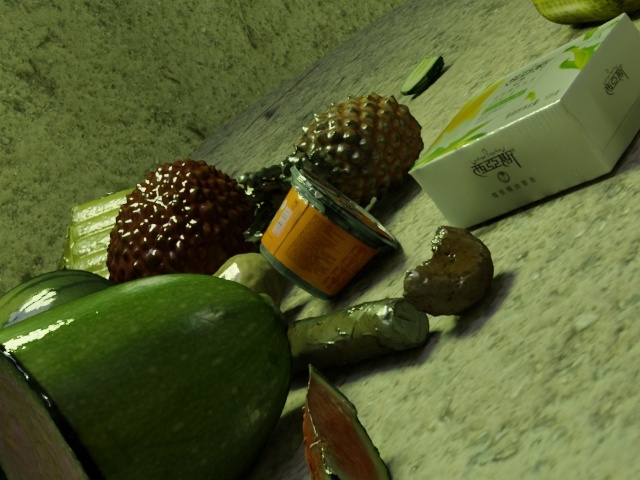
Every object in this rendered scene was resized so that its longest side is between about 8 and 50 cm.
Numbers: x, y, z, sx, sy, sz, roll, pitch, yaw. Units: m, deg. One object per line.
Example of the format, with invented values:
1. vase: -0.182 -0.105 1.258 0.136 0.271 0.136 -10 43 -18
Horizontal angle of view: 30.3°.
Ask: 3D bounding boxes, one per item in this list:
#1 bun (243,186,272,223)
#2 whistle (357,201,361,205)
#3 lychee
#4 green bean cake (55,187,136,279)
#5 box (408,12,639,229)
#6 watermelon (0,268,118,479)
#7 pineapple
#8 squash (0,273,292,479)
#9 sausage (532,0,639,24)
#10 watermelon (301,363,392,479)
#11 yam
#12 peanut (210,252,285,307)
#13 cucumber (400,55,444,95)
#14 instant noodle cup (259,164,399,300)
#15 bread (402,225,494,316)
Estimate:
1. bun: -0.090 -0.040 2.069 0.222 0.127 0.222 -14 -2 -1
2. whistle: 0.010 -0.041 1.895 0.126 0.067 0.258 -37 15 14
3. lychee: -0.200 0.022 1.842 0.276 0.304 0.275 -6 26 3
4. green bean cake: -0.359 0.098 2.121 0.202 0.285 0.310 -14 41 7
5. box: 0.258 -0.134 1.407 0.260 0.111 0.194 -27 17 50
6. watermelon: -0.394 0.210 1.695 0.359 0.279 0.279 -45 12 5
7. pineapple: 0.006 -0.113 1.760 0.175 0.175 0.361 -28 -3 43
8. squash: -0.181 0.168 1.296 0.309 0.310 0.310 -31 6 -32
9. sausage: 0.418 -0.399 1.823 0.123 0.123 0.347 -41 12 -5
10. watermelon: 0.012 0.182 0.997 0.063 0.119 0.245 -27 14 5
11. yam: 0.009 0.115 1.352 0.317 0.071 0.067 -21 53 53
12. peanut: -0.143 0.110 1.668 0.224 0.129 0.129 -41 12 -15
13. cucumber: 0.204 -0.325 2.383 0.107 0.035 0.067 -50 26 -19
14. instant noodle cup: 0.000 0.000 1.591 0.177 0.208 0.125 42 99 37
15. bread: 0.137 0.039 1.236 0.113 0.082 0.060 -47 -26 -44
